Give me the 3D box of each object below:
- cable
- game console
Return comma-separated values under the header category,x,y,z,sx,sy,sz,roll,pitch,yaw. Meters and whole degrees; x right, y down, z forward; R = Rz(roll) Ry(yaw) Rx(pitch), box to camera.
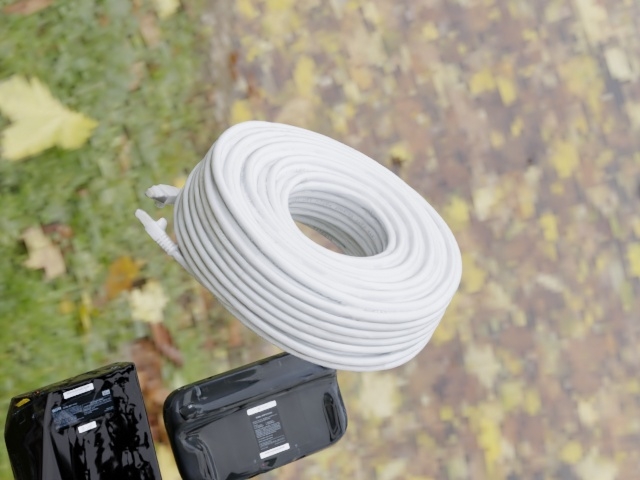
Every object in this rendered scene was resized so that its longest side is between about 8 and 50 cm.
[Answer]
category,x,y,z,sx,sy,sz,roll,pitch,yaw
cable,0.000,0.000,1.541,0.257,0.089,0.257,45,36,21
game console,-0.118,0.203,1.659,0.361,0.044,0.213,-16,98,-36
